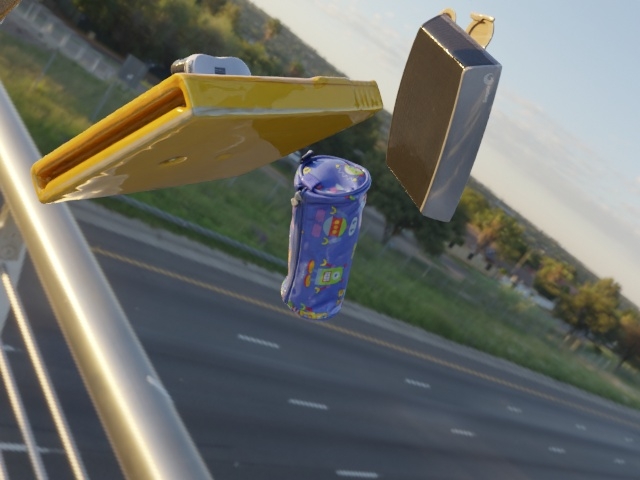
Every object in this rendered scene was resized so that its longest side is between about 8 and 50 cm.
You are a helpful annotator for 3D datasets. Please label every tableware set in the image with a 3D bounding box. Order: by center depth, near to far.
[{"bbox_3d":[0.239,-0.376,1.115,0.020,0.168,0.141,13,13,-34],"label":"tableware set"}]

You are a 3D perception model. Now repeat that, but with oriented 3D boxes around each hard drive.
[{"bbox_3d":[0.161,-0.167,0.987,0.054,0.254,0.172,-8,44,-21],"label":"hard drive"}]

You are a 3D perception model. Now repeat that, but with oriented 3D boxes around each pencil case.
[{"bbox_3d":[0.000,0.000,1.217,0.133,0.306,0.119,-13,43,-27],"label":"pencil case"}]

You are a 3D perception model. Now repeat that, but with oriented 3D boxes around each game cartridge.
[{"bbox_3d":[-0.119,-0.120,0.814,0.324,0.285,0.052,-17,90,-51],"label":"game cartridge"}]

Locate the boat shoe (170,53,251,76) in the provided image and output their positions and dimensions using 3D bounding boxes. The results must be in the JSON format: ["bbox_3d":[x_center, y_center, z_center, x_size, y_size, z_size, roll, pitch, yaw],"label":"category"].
[{"bbox_3d":[-0.230,-0.347,1.480,0.076,0.080,0.228,4,10,26],"label":"boat shoe"}]

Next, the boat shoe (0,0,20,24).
[{"bbox_3d":[-0.586,-0.361,1.160,0.098,0.277,0.096,48,-9,-25],"label":"boat shoe"}]
